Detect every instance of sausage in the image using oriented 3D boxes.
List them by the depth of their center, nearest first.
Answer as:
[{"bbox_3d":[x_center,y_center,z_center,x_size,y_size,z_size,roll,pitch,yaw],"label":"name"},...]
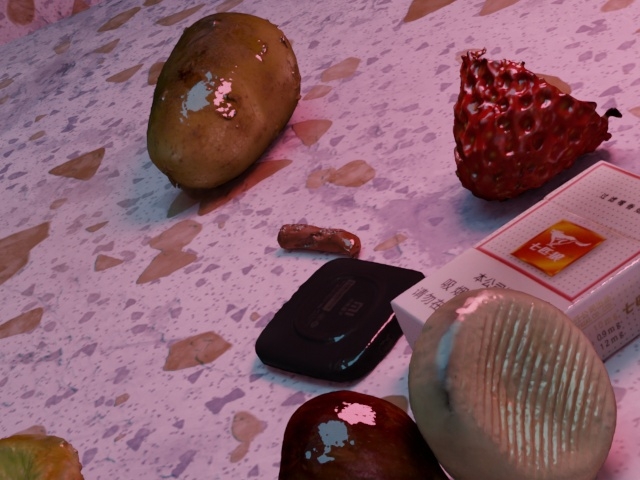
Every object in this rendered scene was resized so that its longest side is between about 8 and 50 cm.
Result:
[{"bbox_3d":[0.000,0.000,1.788,0.158,0.042,0.036,9,6,44],"label":"sausage"}]

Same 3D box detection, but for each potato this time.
[{"bbox_3d":[-0.165,-0.237,2.137,0.269,0.219,0.359,-23,34,26],"label":"potato"}]

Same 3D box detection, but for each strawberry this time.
[{"bbox_3d":[0.267,-0.132,1.695,0.234,0.234,0.178,20,82,53],"label":"strawberry"}]

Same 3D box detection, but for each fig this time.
[{"bbox_3d":[0.060,0.237,1.229,0.207,0.175,0.175,1,35,15],"label":"fig"}]

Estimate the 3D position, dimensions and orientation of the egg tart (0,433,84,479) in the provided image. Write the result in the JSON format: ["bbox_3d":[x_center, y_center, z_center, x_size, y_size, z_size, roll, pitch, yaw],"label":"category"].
[{"bbox_3d":[-0.391,0.351,1.425,0.315,0.120,0.315,-20,27,10],"label":"egg tart"}]

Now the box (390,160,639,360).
[{"bbox_3d":[0.274,0.049,1.425,0.330,0.095,0.210,-32,29,-14],"label":"box"}]

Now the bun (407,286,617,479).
[{"bbox_3d":[0.178,0.158,1.225,0.222,0.222,0.127,-43,-4,-30],"label":"bun"}]

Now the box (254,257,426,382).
[{"bbox_3d":[0.024,0.095,1.599,0.201,0.042,0.212,8,43,43],"label":"box"}]
